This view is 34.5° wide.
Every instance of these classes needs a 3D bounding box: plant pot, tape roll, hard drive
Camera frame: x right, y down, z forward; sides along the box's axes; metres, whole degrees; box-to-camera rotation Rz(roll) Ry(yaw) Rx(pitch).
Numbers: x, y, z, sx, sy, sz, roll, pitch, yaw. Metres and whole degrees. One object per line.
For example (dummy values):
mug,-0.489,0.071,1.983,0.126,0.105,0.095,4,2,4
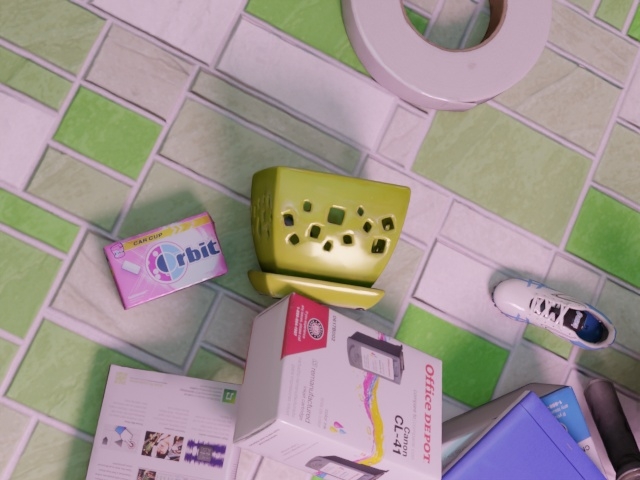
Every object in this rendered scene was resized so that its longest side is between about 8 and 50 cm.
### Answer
plant pot,0.000,0.000,1.683,0.227,0.228,0.207,9,87,-13
tape roll,0.230,-0.429,1.863,0.391,0.072,0.392,2,84,-14
hard drive,0.284,0.421,1.620,0.318,0.040,0.210,-41,93,-13

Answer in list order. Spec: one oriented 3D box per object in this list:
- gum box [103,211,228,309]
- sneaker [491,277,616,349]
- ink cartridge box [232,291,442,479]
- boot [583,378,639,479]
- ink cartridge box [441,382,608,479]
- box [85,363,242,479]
gum box,-0.250,0.032,1.697,0.188,0.062,0.107,-20,89,-15
sneaker,0.420,0.127,1.837,0.237,0.086,0.085,22,81,-9
ink cartridge box,0.036,0.247,1.602,0.306,0.131,0.226,25,50,-24
boot,0.507,0.331,1.753,0.076,0.190,0.209,-10,62,6
ink cartridge box,0.344,0.475,1.735,0.285,0.166,0.395,-21,89,-14
box,-0.249,0.369,1.608,0.232,0.058,0.322,8,75,12
